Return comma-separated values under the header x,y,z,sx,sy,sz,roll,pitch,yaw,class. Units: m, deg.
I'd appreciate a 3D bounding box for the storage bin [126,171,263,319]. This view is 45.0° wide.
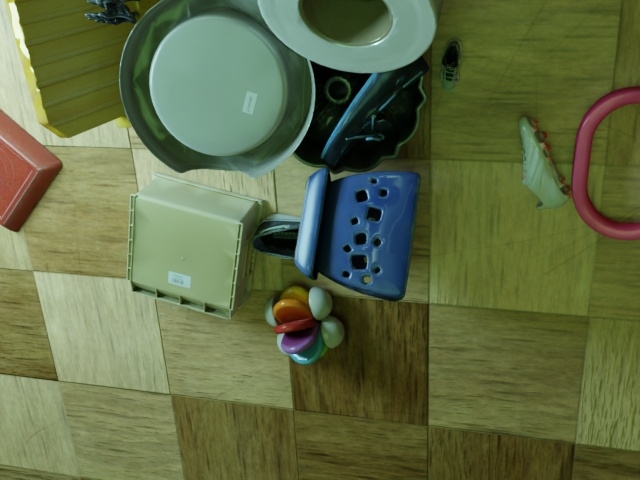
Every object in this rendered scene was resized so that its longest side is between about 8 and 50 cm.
x,y,z,sx,sy,sz,roll,pitch,yaw,class
-0.283,0.016,1.724,0.262,0.123,0.260,15,118,9,storage bin

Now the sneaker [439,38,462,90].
x,y,z,sx,sy,sz,roll,pitch,yaw,class
0.239,-0.322,1.440,0.038,0.069,0.098,7,116,13,sneaker

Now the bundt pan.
x,y,z,sx,sy,sz,roll,pitch,yaw,class
0.048,-0.300,1.476,0.331,0.124,0.331,7,115,14,bundt pan

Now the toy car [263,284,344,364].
x,y,z,sx,sy,sz,roll,pitch,yaw,class
-0.045,0.198,1.731,0.159,0.136,0.182,-15,110,22,toy car

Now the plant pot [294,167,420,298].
x,y,z,sx,sy,sz,roll,pitch,yaw,class
0.068,-0.013,1.488,0.212,0.236,0.236,9,86,2,plant pot

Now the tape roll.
x,y,z,sx,sy,sz,roll,pitch,yaw,class
0.050,-0.386,1.198,0.286,0.100,0.286,12,156,6,tape roll

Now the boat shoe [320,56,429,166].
x,y,z,sx,sy,sz,roll,pitch,yaw,class
0.094,-0.225,1.369,0.089,0.109,0.258,34,121,-5,boat shoe

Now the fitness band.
x,y,z,sx,sy,sz,roll,pitch,yaw,class
0.579,-0.139,1.437,0.209,0.054,0.291,4,114,15,fitness band

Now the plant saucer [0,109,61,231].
x,y,z,sx,sy,sz,roll,pitch,yaw,class
-0.775,-0.174,1.822,0.258,0.048,0.259,41,118,-5,plant saucer

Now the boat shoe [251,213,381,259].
x,y,z,sx,sy,sz,roll,pitch,yaw,class
0.000,0.000,1.643,0.301,0.102,0.108,6,116,14,boat shoe

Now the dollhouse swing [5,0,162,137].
x,y,z,sx,sy,sz,roll,pitch,yaw,class
-0.343,-0.373,1.454,0.315,0.305,0.347,0,114,17,dollhouse swing

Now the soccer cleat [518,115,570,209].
x,y,z,sx,sy,sz,roll,pitch,yaw,class
0.411,-0.143,1.478,0.076,0.068,0.196,-21,110,27,soccer cleat

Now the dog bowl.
x,y,z,sx,sy,sz,roll,pitch,yaw,class
-0.177,-0.281,1.397,0.349,0.102,0.349,2,113,5,dog bowl

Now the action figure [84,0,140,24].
x,y,z,sx,sy,sz,roll,pitch,yaw,class
-0.346,-0.515,1.293,0.141,0.164,0.275,8,85,-11,action figure
